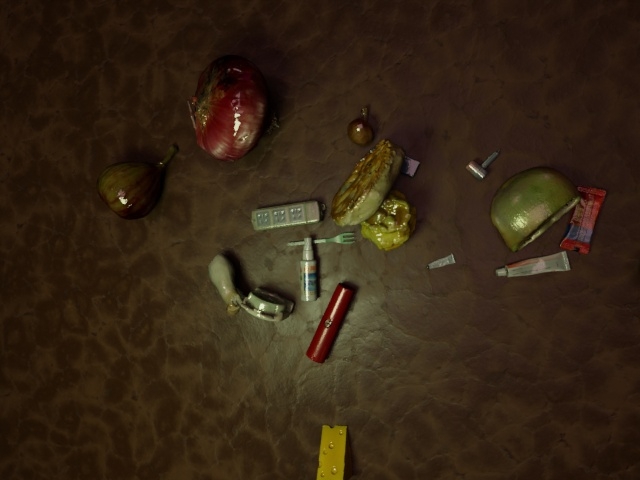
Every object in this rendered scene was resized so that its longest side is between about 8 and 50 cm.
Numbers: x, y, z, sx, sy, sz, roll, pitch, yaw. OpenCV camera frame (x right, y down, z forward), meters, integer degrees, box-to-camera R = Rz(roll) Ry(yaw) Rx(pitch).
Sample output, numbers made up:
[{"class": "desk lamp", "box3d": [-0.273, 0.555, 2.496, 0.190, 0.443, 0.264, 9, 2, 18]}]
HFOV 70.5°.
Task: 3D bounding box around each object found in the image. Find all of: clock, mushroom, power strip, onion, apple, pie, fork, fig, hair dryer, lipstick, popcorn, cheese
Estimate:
[{"class": "clock", "box3d": [-0.182, 0.217, 1.513, 0.152, 0.191, 0.062, 22, 96, 11]}, {"class": "mushroom", "box3d": [0.130, -0.378, 1.492, 0.088, 0.073, 0.129, 1, 89, 43]}, {"class": "power strip", "box3d": [-0.117, -0.085, 1.562, 0.273, 0.052, 0.078, -7, 90, 13]}, {"class": "onion", "box3d": [-0.271, -0.431, 1.506, 0.348, 0.286, 0.346, -8, 80, 51]}, {"class": "mushroom", "box3d": [-0.321, 0.146, 1.556, 0.093, 0.116, 0.225, -22, 54, -21]}, {"class": "power strip", "box3d": [0.260, -0.254, 1.484, 0.123, 0.032, 0.056, 26, 96, 11]}, {"class": "apple", "box3d": [0.631, -0.119, 1.365, 0.265, 0.120, 0.193, -40, 72, 8]}, {"class": "pie", "box3d": [0.138, -0.168, 1.394, 0.092, 0.315, 0.315, 35, 99, -17]}, {"class": "fork", "box3d": [0.001, 0.000, 1.556, 0.236, 0.021, 0.039, -5, 86, 14]}, {"class": "fig", "box3d": [-0.633, -0.229, 1.616, 0.217, 0.217, 0.320, 40, 80, 9]}, {"class": "hair dryer", "box3d": [0.521, -0.249, 1.428, 0.114, 0.037, 0.063, -45, 81, 2]}, {"class": "lipstick", "box3d": [0.034, 0.280, 1.528, 0.073, 0.073, 0.279, 24, 97, 11]}, {"class": "popcorn", "box3d": [0.213, -0.062, 1.440, 0.198, 0.156, 0.197, 4, 101, 22]}, {"class": "cheese", "box3d": [0.048, 0.718, 1.534, 0.093, 0.126, 0.170, -6, 71, 19]}]

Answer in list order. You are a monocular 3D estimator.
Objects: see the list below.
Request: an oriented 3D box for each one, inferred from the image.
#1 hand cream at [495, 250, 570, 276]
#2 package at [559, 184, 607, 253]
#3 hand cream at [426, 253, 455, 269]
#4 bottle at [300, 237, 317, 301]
[{"class": "hand cream", "box3d": [0.655, 0.080, 1.405, 0.217, 0.038, 0.052, -10, 113, 7]}, {"class": "package", "box3d": [0.795, -0.063, 1.372, 0.083, 0.022, 0.200, 16, 96, 13]}, {"class": "hand cream", "box3d": [0.390, 0.072, 1.473, 0.093, 0.019, 0.030, -19, 85, 6]}, {"class": "bottle", "box3d": [-0.042, 0.098, 1.542, 0.060, 0.060, 0.216, -1, 94, 13]}]
